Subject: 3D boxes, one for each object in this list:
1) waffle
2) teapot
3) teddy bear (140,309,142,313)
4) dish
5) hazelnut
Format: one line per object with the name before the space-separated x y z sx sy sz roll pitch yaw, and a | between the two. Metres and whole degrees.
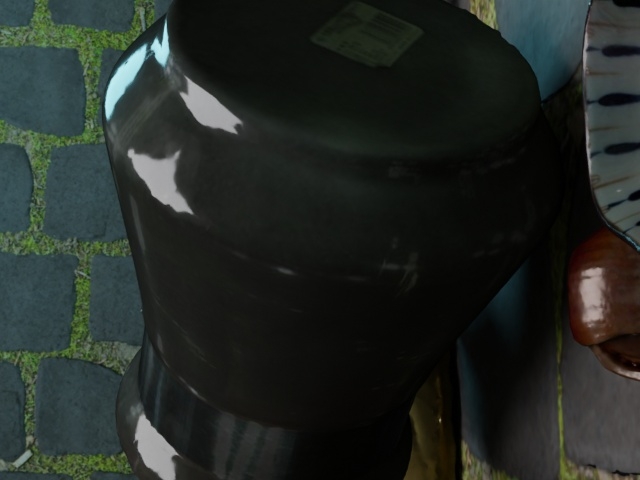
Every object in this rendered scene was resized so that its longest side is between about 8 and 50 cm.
waffle | 0.058 0.183 1.151 0.274 0.057 0.168 128 143 -70
teapot | 0.000 0.000 0.912 0.376 0.305 0.362 -51 -19 -51
teddy bear | -0.077 0.096 1.458 0.357 0.224 0.368 -82 -1 -58
dish | 0.186 -0.079 0.579 0.190 0.066 0.191 180 90 -79
hazelnut | 0.167 0.030 0.643 0.086 0.086 0.086 -178 90 -78
